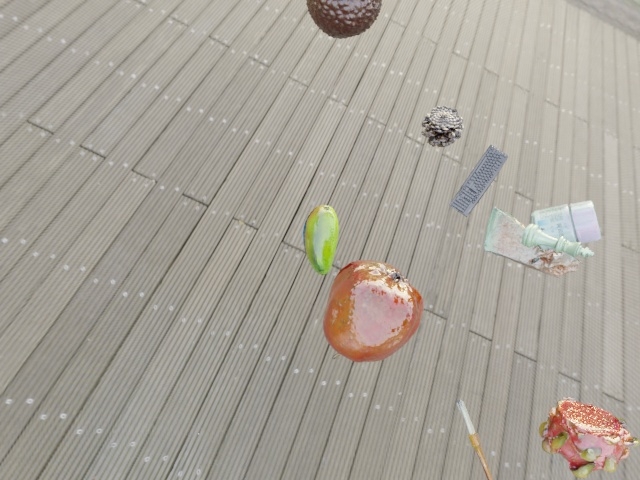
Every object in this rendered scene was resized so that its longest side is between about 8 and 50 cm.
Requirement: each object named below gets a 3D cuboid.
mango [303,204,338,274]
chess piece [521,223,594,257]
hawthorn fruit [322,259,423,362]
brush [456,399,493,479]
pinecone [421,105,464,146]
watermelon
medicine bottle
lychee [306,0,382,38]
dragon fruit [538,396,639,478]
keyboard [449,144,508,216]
[{"bbox_3d":[0.000,0.000,1.315,0.111,0.125,0.233,0,104,-11],"label":"mango"},{"bbox_3d":[0.559,0.009,0.948,0.059,0.059,0.149,-37,43,-28],"label":"chess piece"},{"bbox_3d":[0.124,0.219,1.133,0.287,0.330,0.287,29,18,-10],"label":"hawthorn fruit"},{"bbox_3d":[0.326,0.465,0.761,0.017,0.090,0.314,-23,60,15],"label":"brush"},{"bbox_3d":[0.405,-0.372,1.344,0.140,0.121,0.140,0,66,-1],"label":"pinecone"},{"bbox_3d":[0.735,0.029,1.466,0.264,0.151,0.302,21,21,-34],"label":"watermelon"},{"bbox_3d":[0.761,-0.047,1.251,0.135,0.168,0.135,28,55,-50],"label":"medicine bottle"},{"bbox_3d":[0.053,-0.557,0.910,0.194,0.194,0.194,7,64,-14],"label":"lychee"},{"bbox_3d":[0.523,0.401,0.821,0.133,0.207,0.150,10,55,-6],"label":"dragon fruit"},{"bbox_3d":[0.552,-0.205,1.399,0.087,0.017,0.250,32,97,-7],"label":"keyboard"}]
